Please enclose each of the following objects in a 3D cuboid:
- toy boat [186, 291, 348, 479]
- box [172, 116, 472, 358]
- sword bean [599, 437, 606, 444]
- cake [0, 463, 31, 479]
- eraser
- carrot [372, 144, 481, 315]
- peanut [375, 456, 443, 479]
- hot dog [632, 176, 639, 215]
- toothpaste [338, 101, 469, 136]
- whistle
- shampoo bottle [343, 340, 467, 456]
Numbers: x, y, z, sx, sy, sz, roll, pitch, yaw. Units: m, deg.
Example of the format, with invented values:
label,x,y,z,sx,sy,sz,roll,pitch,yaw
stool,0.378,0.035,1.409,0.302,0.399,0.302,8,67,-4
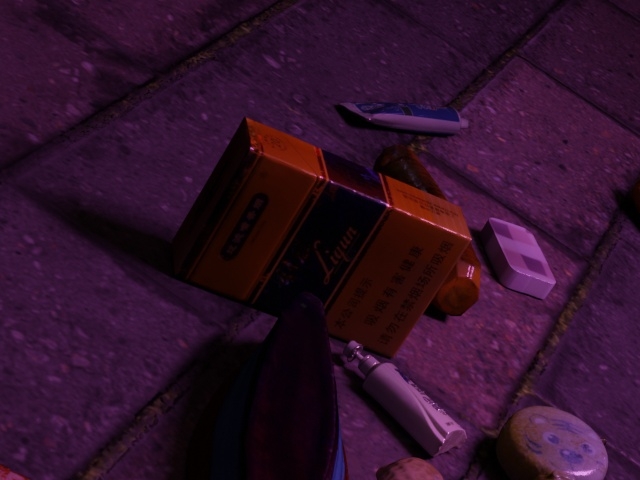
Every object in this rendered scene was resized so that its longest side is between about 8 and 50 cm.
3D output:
label,x,y,z,sx,sy,sz,roll,pitch,yaw
toy boat,-0.033,0.160,1.596,0.136,0.079,0.392,18,29,-6
box,0.000,0.000,1.821,0.237,0.152,0.070,21,27,-23
sword bean,0.245,0.187,1.921,0.083,0.012,0.012,21,28,-23
cake,-0.301,0.153,1.291,0.220,0.086,0.117,7,37,-40
eraser,0.217,0.019,2.170,0.065,0.026,0.105,16,30,-25
carrot,0.110,-0.015,2.071,0.070,0.070,0.260,18,27,-27
peanut,0.082,0.228,1.580,0.080,0.080,0.174,24,16,-16
hot dog,0.471,0.001,2.436,0.100,0.068,0.249,1,36,-31
toothpaste,0.107,-0.146,2.336,0.197,0.035,0.057,3,22,-43
whistle,0.210,0.227,1.774,0.104,0.057,0.198,16,35,-9
shampoo bottle,0.071,0.141,1.787,0.141,0.034,0.049,42,33,24
